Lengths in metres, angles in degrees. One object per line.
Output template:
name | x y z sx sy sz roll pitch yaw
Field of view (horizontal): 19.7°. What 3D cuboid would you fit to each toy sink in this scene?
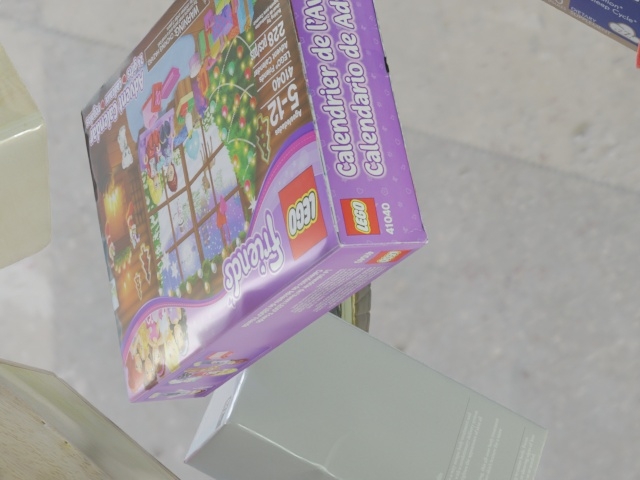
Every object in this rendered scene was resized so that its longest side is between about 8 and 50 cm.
toy sink | -0.334 -0.067 1.628 0.131 0.153 0.234 58 162 20

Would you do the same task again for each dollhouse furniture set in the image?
dollhouse furniture set | -0.186 0.209 1.017 0.161 0.212 0.242 36 95 27

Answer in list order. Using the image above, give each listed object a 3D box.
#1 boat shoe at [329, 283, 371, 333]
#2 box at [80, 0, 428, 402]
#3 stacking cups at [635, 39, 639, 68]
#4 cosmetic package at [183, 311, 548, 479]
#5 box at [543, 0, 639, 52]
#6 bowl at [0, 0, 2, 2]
boat shoe | 0.000 0.000 1.502 0.073 0.080 0.223 -1 100 10
box | -0.051 -0.042 1.060 0.293 0.057 0.201 -38 59 56
stacking cups | 0.404 -0.130 1.411 0.316 0.096 0.096 18 120 13
cosmetic package | 0.035 0.151 1.355 0.238 0.127 0.107 29 146 -6
box | 0.246 -0.237 1.508 0.136 0.036 0.225 31 160 12
bowl | -0.265 -0.219 0.836 0.298 0.134 0.298 4 99 24
